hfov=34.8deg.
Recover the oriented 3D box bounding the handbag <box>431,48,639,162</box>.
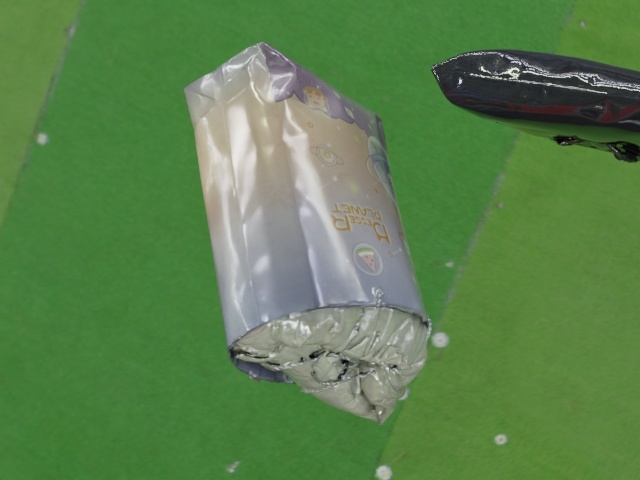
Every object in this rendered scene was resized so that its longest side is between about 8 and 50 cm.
[{"bbox_3d":[0.264,-0.131,1.003,0.254,0.211,0.089,14,92,31],"label":"handbag"}]

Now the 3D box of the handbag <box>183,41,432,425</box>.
[{"bbox_3d":[0.000,0.000,0.502,0.095,0.117,0.173,-25,61,31],"label":"handbag"}]
